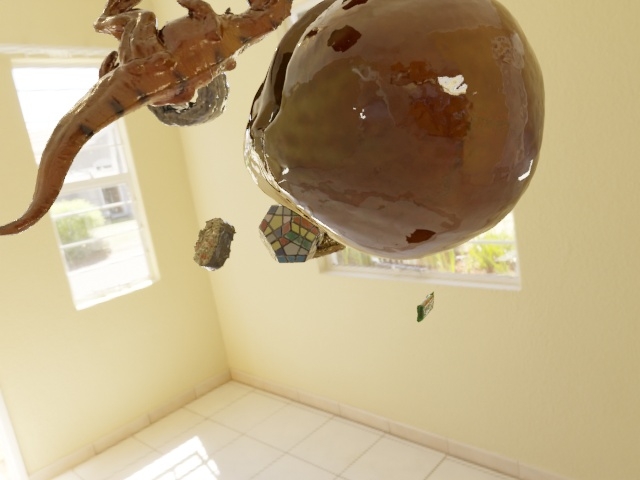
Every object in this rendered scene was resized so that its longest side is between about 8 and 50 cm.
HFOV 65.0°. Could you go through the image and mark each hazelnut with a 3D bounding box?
[{"bbox_3d":[0.042,-0.086,0.405,0.217,0.217,0.251,-15,10,-26],"label":"hazelnut"}]

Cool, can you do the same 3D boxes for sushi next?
[{"bbox_3d":[-0.308,0.010,1.451,0.090,0.150,0.078,10,-15,33],"label":"sushi"}]

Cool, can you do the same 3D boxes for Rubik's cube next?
[{"bbox_3d":[-0.046,-0.013,0.812,0.093,0.111,0.111,-32,17,-13],"label":"Rubik's cube"}]

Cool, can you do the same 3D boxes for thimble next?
[{"bbox_3d":[-0.242,-0.279,0.901,0.150,0.150,0.098,-5,16,20],"label":"thimble"}]

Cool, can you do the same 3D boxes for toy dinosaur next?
[{"bbox_3d":[-0.202,-0.185,0.558,0.208,0.097,0.432,34,75,34],"label":"toy dinosaur"}]

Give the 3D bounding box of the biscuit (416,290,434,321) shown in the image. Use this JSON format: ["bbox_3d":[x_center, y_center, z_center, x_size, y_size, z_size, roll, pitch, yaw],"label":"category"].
[{"bbox_3d":[0.247,0.156,1.177,0.016,0.046,0.089,10,23,30],"label":"biscuit"}]

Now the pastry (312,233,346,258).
[{"bbox_3d":[0.000,0.000,0.936,0.097,0.057,0.109,-16,4,11],"label":"pastry"}]
